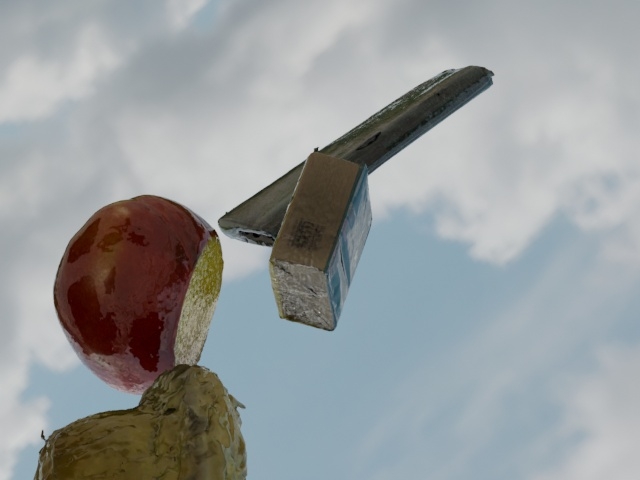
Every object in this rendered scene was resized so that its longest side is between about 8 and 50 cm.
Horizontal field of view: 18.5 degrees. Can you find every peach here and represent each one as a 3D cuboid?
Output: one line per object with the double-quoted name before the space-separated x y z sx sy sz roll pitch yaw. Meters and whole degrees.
"peach" -0.172 0.056 2.001 0.190 0.192 0.190 -38 166 -11

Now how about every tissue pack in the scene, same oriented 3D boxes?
"tissue pack" 0.000 0.000 2.256 0.082 0.120 0.169 10 -125 14

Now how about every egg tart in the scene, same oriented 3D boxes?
"egg tart" -0.180 0.286 1.711 0.388 0.169 0.388 -168 -90 -74

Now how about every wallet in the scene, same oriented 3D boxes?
"wallet" 0.044 -0.113 2.575 0.379 0.046 0.191 -37 -166 -17
